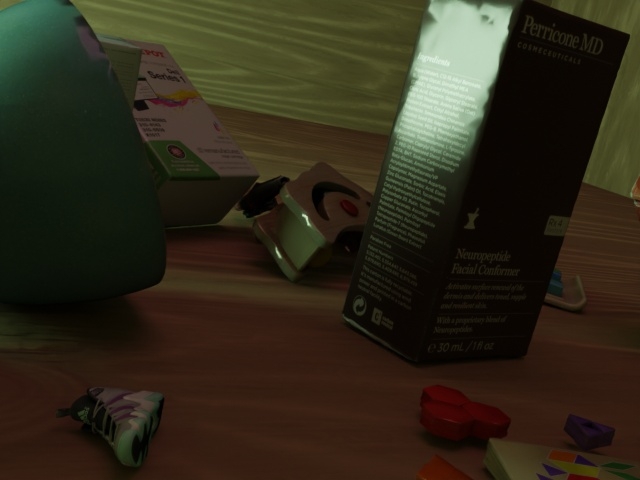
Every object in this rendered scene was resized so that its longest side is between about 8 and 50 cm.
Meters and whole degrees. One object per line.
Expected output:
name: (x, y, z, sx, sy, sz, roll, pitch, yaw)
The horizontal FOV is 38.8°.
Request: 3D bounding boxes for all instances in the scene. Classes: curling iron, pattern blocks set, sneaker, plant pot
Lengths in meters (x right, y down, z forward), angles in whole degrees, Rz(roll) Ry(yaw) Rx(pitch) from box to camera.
curling iron: (-0.081, -0.070, 1.341, 0.068, 0.035, 0.274, -18, -3, -13)
pattern blocks set: (0.205, 0.199, 0.662, 0.285, 0.026, 0.325, 13, 12, 0)
sneaker: (-0.149, 0.125, 0.623, 0.069, 0.038, 0.098, 11, 3, -2)
plant pot: (-0.292, -0.059, 0.830, 0.195, 0.290, 0.290, -22, 28, -24)

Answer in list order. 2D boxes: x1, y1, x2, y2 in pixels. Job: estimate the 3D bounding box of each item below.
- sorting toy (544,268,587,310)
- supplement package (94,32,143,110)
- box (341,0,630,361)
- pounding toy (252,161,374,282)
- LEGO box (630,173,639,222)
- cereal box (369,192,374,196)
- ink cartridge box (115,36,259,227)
sorting toy: (0.307, 0.049, 1.418, 0.208, 0.038, 0.193, 15, 13, 10)
supplement package: (-0.315, -0.133, 1.114, 0.133, 0.244, 0.139, 6, 15, -25)
box: (0.176, -0.066, 0.990, 0.191, 0.382, 0.143, 3, 16, -39)
pounding toy: (0.000, 0.000, 1.256, 0.154, 0.155, 0.269, 43, 26, 3)
LEGO box: (0.707, 0.027, 1.201, 0.500, 0.193, 0.372, 22, -17, 35)
cereal box: (0.130, -0.036, 1.596, 0.172, 0.047, 0.240, 6, 14, -28)
ink cartridge box: (-0.250, -0.157, 1.299, 0.278, 0.117, 0.201, 53, 28, 18)
